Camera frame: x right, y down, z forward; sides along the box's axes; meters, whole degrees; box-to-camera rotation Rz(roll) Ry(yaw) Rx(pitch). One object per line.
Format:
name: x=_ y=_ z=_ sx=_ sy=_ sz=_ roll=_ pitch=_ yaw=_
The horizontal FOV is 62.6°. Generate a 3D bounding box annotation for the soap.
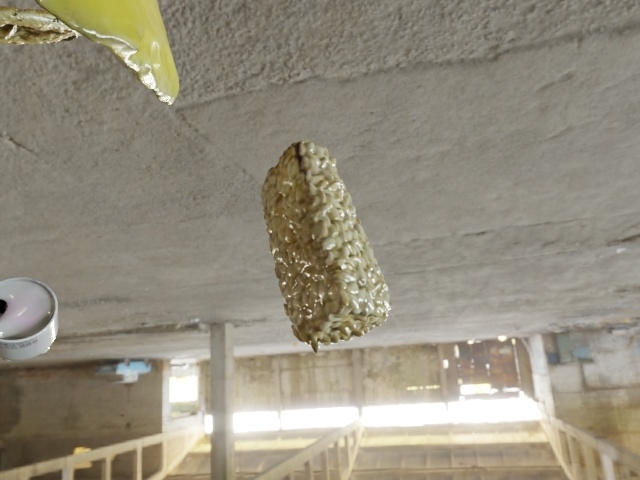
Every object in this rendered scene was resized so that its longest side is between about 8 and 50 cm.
soap: x=-0.264 y=-0.356 z=0.530 sx=0.115 sy=0.427 sz=0.306 roll=-16 pitch=178 yaw=7

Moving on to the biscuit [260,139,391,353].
biscuit: x=0.000 y=0.000 z=0.424 sx=0.070 sy=0.168 sz=0.082 roll=11 pitch=139 yaw=-42

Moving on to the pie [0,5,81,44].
pie: x=-0.644 y=-0.456 z=1.119 sx=0.274 sy=0.055 sz=0.274 roll=-2 pitch=-167 yaw=0

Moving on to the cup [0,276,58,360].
cup: x=-0.600 y=0.161 z=1.012 sx=0.174 sy=0.134 sz=0.142 roll=5 pitch=145 yaw=-21
